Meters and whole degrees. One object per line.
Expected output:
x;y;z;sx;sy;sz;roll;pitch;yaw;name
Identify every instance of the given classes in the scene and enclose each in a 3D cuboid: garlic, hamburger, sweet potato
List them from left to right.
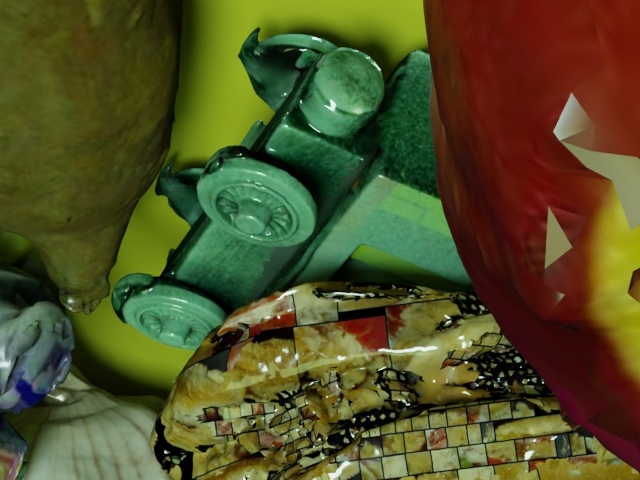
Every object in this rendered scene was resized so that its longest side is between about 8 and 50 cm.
-0.124;-0.121;0.677;0.157;0.158;0.370;13;145;18;sweet potato
-0.136;0.090;0.923;0.199;0.199;0.226;-5;97;33;garlic
0.043;0.090;0.770;0.231;0.107;0.231;-7;154;-3;hamburger

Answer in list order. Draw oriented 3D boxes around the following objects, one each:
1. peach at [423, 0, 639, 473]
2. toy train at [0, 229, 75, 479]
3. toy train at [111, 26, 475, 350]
0.232;-0.064;0.372;0.416;0.353;0.339;25;165;41;peach
-0.230;0.035;0.829;0.261;0.177;0.134;22;176;33;toy train
0.000;-0.001;0.775;0.132;0.083;0.200;23;148;-11;toy train
